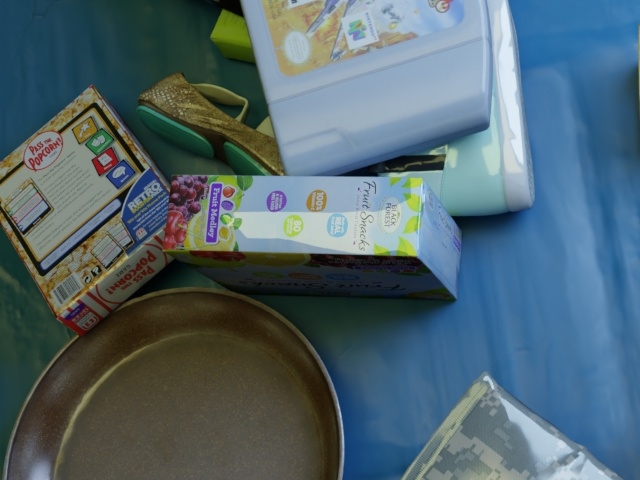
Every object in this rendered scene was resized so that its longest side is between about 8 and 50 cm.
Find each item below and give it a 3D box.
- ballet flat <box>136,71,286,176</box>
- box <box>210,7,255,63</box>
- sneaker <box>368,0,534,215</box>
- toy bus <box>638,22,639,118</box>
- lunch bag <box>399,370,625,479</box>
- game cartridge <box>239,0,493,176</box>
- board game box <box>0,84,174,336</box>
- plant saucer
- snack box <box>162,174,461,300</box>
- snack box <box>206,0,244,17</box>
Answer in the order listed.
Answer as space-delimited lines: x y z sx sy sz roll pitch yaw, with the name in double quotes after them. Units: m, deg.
-0.073 -0.095 1.224 0.206 0.073 0.067 33 70 18 "ballet flat"
0.000 -0.206 1.242 0.178 0.042 0.109 15 75 23 "box"
0.096 -0.142 1.174 0.151 0.094 0.256 -7 72 13 "sneaker"
0.349 -0.130 1.094 0.202 0.104 0.191 -45 68 -1 "toy bus"
0.127 0.286 0.994 0.235 0.169 0.287 37 83 18 "lunch bag"
0.031 -0.212 1.124 0.198 0.062 0.297 -18 75 11 "game cartridge"
-0.212 -0.031 1.231 0.146 0.045 0.193 -39 55 1 "board game box"
-0.121 0.191 1.143 0.310 0.050 0.311 -7 67 18 "plant saucer"
0.000 0.000 1.115 0.207 0.174 0.070 3 78 16 "snack box"
-0.118 -0.335 1.284 0.322 0.060 0.187 27 82 32 "snack box"
